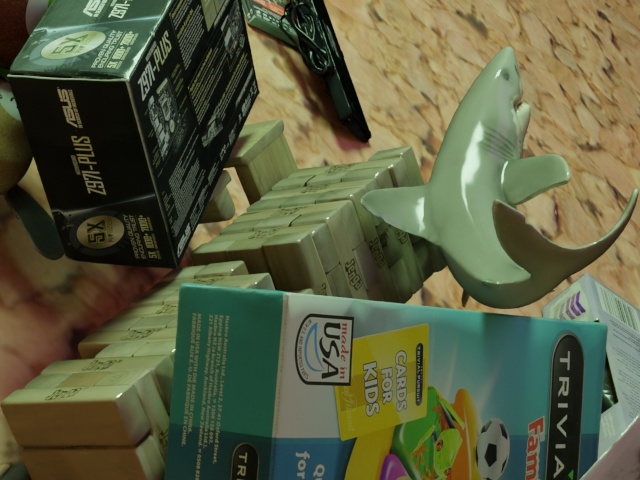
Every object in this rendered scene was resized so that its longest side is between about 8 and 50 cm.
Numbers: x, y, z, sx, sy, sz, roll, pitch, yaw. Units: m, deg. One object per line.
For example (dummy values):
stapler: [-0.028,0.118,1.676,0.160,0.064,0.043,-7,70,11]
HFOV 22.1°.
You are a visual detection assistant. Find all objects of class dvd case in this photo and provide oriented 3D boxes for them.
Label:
dvd case: [-0.049,-0.233,1.534,0.087,0.013,0.119,20,40,-43]

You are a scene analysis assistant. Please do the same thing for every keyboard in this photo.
keyboard: [-0.008,-0.181,1.497,0.100,0.038,0.192,44,24,-63]

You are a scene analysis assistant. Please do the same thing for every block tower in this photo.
block tower: [-0.044,0.051,0.997,0.335,0.097,0.091,-39,117,-48]

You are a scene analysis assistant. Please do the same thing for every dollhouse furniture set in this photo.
dollhouse furniture set: [-0.084,0.022,1.132,0.144,0.123,0.151,-46,122,-47]

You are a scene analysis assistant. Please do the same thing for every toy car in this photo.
toy car: [-0.204,-0.082,0.998,0.155,0.149,0.188,18,50,-61]

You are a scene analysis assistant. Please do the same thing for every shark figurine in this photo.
shark figurine: [0.086,-0.011,1.001,0.116,0.166,0.278,16,22,-12]

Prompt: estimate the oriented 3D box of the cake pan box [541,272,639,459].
cake pan box: [0.320,0.180,1.490,0.267,0.070,0.245,33,29,-28]

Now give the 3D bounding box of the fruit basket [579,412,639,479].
fruit basket: [0.206,0.240,0.931,0.353,0.165,0.327,-38,127,-26]

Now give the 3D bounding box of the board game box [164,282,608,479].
board game box: [0.048,0.163,0.954,0.336,0.079,0.253,7,86,-51]

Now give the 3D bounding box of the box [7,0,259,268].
box: [-0.109,-0.096,1.013,0.180,0.078,0.147,-70,158,-43]
